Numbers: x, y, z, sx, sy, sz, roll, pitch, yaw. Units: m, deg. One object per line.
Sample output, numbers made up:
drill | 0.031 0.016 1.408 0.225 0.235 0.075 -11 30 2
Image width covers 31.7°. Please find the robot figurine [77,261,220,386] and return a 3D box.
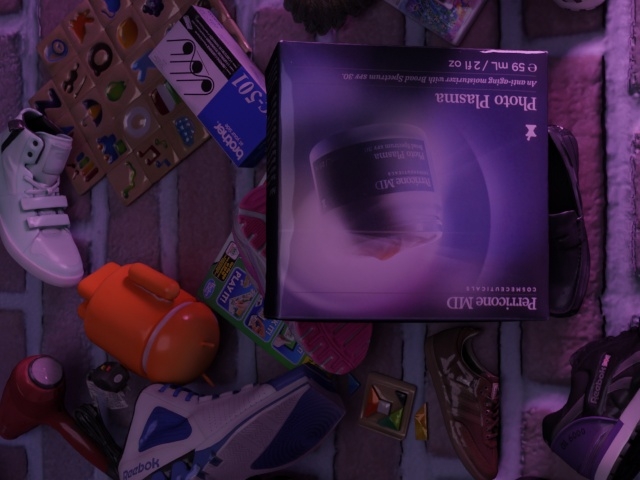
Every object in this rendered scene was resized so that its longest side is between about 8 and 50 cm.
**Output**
robot figurine | -0.225 0.115 1.506 0.219 0.128 0.158 30 95 23

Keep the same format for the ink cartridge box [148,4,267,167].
ink cartridge box | -0.129 -0.203 1.484 0.097 0.046 0.207 -45 74 21

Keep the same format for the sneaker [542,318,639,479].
sneaker | 0.342 0.131 1.249 0.124 0.107 0.283 35 100 35

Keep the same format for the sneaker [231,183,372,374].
sneaker | -0.025 0.048 1.380 0.103 0.111 0.252 -30 96 -17

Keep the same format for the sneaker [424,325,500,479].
sneaker | 0.184 0.194 1.343 0.071 0.066 0.188 -24 81 23

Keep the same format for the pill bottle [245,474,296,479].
pill bottle | -0.027 0.370 1.415 0.219 0.123 0.123 18 99 25

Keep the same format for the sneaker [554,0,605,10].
sneaker | 0.286 -0.402 1.229 0.106 0.162 0.281 3 93 26

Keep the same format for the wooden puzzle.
wooden puzzle | 0.084 0.209 1.420 0.116 0.014 0.078 9 94 26

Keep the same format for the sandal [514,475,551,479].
sandal | 0.328 0.322 1.282 0.254 0.054 0.097 -5 89 26

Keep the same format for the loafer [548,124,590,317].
loafer | 0.265 -0.021 1.293 0.076 0.078 0.223 -3 90 25

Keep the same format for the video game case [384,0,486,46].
video game case | 0.152 -0.340 1.375 0.143 0.019 0.157 37 105 20

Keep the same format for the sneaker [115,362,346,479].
sneaker | -0.143 0.229 1.409 0.315 0.127 0.182 -36 47 4

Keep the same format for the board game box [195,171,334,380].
board game box | 0.000 0.000 1.439 0.213 0.046 0.317 36 105 21

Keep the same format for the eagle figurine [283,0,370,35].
eagle figurine | -0.034 -0.424 1.372 0.226 0.225 0.298 6 80 18

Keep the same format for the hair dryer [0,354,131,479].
hair dryer | -0.362 0.264 1.579 0.293 0.080 0.223 3 113 37

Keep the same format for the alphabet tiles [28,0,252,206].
alphabet tiles | -0.261 -0.228 1.580 0.342 0.011 0.285 -37 75 22

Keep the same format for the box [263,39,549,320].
box | 0.090 -0.056 1.245 0.296 0.183 0.294 0 88 -7

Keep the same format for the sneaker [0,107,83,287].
sneaker | -0.389 -0.066 1.588 0.151 0.094 0.256 -45 70 31
